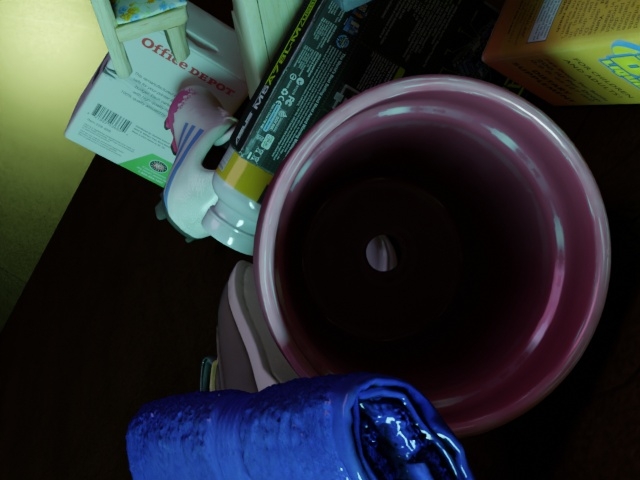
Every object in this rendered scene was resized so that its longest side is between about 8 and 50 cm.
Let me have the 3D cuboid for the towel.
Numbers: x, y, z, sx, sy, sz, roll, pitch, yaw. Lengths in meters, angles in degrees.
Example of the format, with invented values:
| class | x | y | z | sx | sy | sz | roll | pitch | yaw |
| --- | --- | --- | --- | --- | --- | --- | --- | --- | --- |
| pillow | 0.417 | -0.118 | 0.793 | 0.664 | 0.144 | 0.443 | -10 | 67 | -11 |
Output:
| class | x | y | z | sx | sy | sz | roll | pitch | yaw |
| --- | --- | --- | --- | --- | --- | --- | --- | --- | --- |
| towel | -0.003 | 0.185 | 0.538 | 0.308 | 0.076 | 0.228 | -20 | 90 | 57 |

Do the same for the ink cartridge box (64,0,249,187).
| class | x | y | z | sx | sy | sz | roll | pitch | yaw |
| --- | --- | --- | --- | --- | --- | --- | --- | --- | --- |
| ink cartridge box | -0.258 | -0.245 | 1.562 | 0.289 | 0.211 | 0.121 | -44 | 27 | 39 |

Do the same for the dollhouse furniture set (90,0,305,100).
| class | x | y | z | sx | sy | sz | roll | pitch | yaw |
| --- | --- | --- | --- | --- | --- | --- | --- | --- | --- |
| dollhouse furniture set | -0.050 | -0.306 | 0.879 | 0.256 | 0.362 | 0.394 | 81 | 166 | -50 |

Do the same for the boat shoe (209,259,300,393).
| class | x | y | z | sx | sy | sz | roll | pitch | yaw |
| --- | --- | --- | --- | --- | --- | --- | --- | --- | --- |
| boat shoe | -0.044 | 0.120 | 0.786 | 0.091 | 0.109 | 0.305 | -52 | 27 | 15 |

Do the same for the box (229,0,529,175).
| class | x | y | z | sx | sy | sz | roll | pitch | yaw |
| --- | --- | --- | --- | --- | --- | --- | --- | --- | --- |
| box | 0.055 | -0.110 | 0.719 | 0.191 | 0.184 | 0.045 | -61 | 26 | 8 |

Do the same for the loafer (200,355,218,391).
| class | x | y | z | sx | sy | sz | roll | pitch | yaw |
| --- | --- | --- | --- | --- | --- | --- | --- | --- | --- |
| loafer | -0.083 | 0.191 | 0.832 | 0.076 | 0.078 | 0.223 | -51 | 25 | 30 |

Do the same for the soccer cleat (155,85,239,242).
| class | x | y | z | sx | sy | sz | roll | pitch | yaw |
| --- | --- | --- | --- | --- | --- | --- | --- | --- | --- |
| soccer cleat | -0.142 | -0.132 | 1.329 | 0.143 | 0.116 | 0.331 | -35 | 34 | 23 |

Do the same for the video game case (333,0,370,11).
| class | x | y | z | sx | sy | sz | roll | pitch | yaw |
| --- | --- | --- | --- | --- | --- | --- | --- | --- | --- |
| video game case | 0.025 | -0.271 | 0.657 | 0.196 | 0.026 | 0.274 | -29 | 52 | -15 |

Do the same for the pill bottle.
| class | x | y | z | sx | sy | sz | roll | pitch | yaw |
| --- | --- | --- | --- | --- | --- | --- | --- | --- | --- |
| pill bottle | -0.055 | -0.079 | 1.048 | 0.184 | 0.103 | 0.103 | -59 | 22 | 11 |

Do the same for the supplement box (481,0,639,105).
| class | x | y | z | sx | sy | sz | roll | pitch | yaw |
| --- | --- | --- | --- | --- | --- | --- | --- | --- | --- |
| supplement box | 0.195 | -0.131 | 0.570 | 0.080 | 0.078 | 0.233 | -65 | 21 | -5 |

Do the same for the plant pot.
| class | x | y | z | sx | sy | sz | roll | pitch | yaw |
| --- | --- | --- | --- | --- | --- | --- | --- | --- | --- |
| plant pot | 0.054 | 0.012 | 0.601 | 0.180 | 0.201 | 0.201 | 163 | 132 | -82 |

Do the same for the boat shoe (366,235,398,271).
| class | x | y | z | sx | sy | sz | roll | pitch | yaw |
| --- | --- | --- | --- | --- | --- | --- | --- | --- | --- |
| boat shoe | 0.000 | 0.000 | 0.838 | 0.098 | 0.096 | 0.277 | -51 | 25 | 28 |
